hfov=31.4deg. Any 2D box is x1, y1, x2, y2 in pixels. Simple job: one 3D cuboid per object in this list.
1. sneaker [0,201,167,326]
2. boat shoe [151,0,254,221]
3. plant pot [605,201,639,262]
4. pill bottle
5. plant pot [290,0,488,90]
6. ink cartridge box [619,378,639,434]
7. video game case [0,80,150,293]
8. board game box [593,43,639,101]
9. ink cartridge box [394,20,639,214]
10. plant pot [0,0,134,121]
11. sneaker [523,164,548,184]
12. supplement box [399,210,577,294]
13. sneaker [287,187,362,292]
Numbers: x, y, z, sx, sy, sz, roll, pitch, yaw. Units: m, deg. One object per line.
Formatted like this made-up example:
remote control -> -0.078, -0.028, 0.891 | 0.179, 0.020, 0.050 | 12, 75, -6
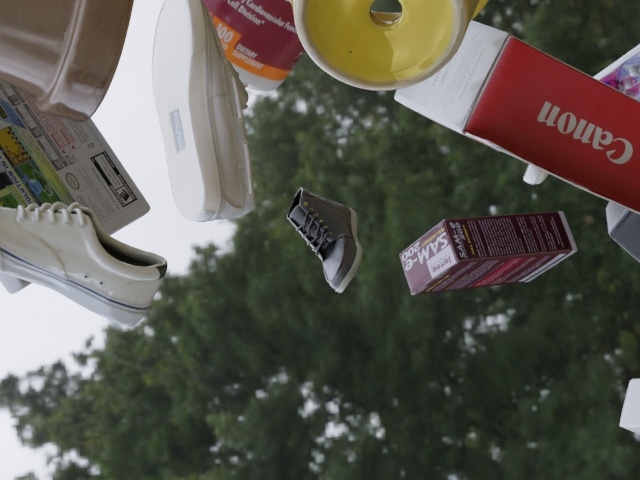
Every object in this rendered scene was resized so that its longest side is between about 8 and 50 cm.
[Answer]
sneaker -> -0.283, -0.003, 1.207 | 0.258, 0.091, 0.094 | 28, -167, -25
boat shoe -> -0.085, -0.106, 0.891 | 0.063, 0.066, 0.184 | -2, -105, -39
plant pot -> 0.579, -0.047, 1.891 | 0.188, 0.167, 0.187 | 40, -155, -8
pill bottle -> -0.046, -0.439, 1.706 | 0.224, 0.392, 0.224 | 32, -158, -15
plant pot -> 0.068, -0.280, 1.153 | 0.239, 0.254, 0.254 | -83, -26, -51
ink cartridge box -> 0.565, 0.270, 1.682 | 0.190, 0.139, 0.082 | 25, -106, -18
video game case -> -0.408, -0.123, 1.535 | 0.329, 0.036, 0.300 | 57, -147, -4
board game box -> 0.652, -0.252, 1.704 | 0.390, 0.390, 0.050 | 6, -111, -25
ink cartridge box -> 0.291, -0.146, 1.394 | 0.309, 0.130, 0.272 | 20, -169, -26
plant pot -> -0.354, -0.282, 1.298 | 0.229, 0.263, 0.263 | 9, -116, -26
sneaker -> 0.498, -0.204, 2.204 | 0.290, 0.123, 0.106 | -52, -15, -29
supplement box -> 0.256, 0.018, 1.736 | 0.239, 0.130, 0.073 | -5, -112, -33
sneaker -> 0.000, 0.000, 1.949 | 0.118, 0.083, 0.222 | 26, -152, -18
